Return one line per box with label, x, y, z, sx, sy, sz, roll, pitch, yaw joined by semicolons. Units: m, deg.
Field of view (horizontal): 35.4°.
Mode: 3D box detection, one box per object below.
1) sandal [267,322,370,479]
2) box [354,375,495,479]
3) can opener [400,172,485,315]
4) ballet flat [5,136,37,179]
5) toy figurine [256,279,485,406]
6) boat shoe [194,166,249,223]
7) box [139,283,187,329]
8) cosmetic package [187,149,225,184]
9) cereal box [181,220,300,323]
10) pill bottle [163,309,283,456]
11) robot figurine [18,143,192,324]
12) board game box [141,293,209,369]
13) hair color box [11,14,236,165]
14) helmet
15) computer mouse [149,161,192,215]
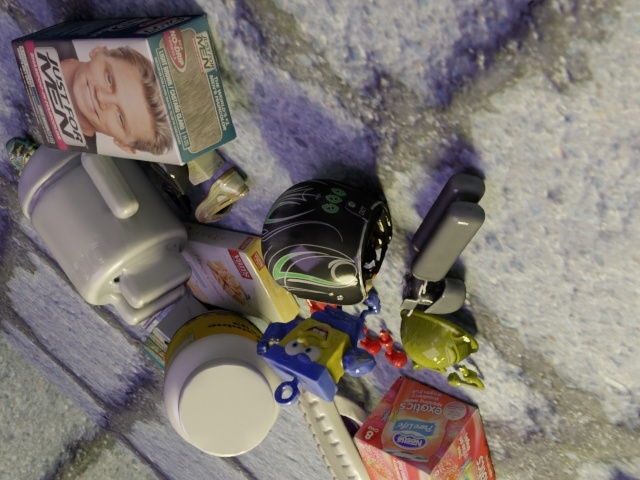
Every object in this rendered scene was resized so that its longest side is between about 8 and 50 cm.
sandal;0.037;0.309;1.757;0.416;0.102;0.169;65;163;-14
box;0.181;0.384;1.641;0.154;0.142;0.300;21;145;35
can opener;0.164;0.016;1.262;0.095;0.076;0.283;10;151;-8
ballet flat;-0.549;-0.121;1.947;0.070;0.070;0.188;23;149;32
toy figurine;0.032;0.183;1.468;0.362;0.217;0.191;22;146;35
boat shoe;-0.151;-0.058;1.545;0.048;0.056;0.153;46;144;3
box;-0.397;0.027;1.930;0.290;0.087;0.169;44;151;-2
cosmetic package;-0.202;-0.142;1.504;0.115;0.041;0.060;51;151;-16
cereal box;-0.160;0.053;1.711;0.240;0.047;0.173;11;139;44
pill bottle;-0.159;0.229;1.617;0.188;0.188;0.334;48;178;-10
robot figurine;-0.356;-0.038;1.636;0.353;0.199;0.300;52;147;13
board game box;-0.225;0.232;1.947;0.224;0.097;0.303;43;161;-1
hair color box;-0.282;-0.214;1.398;0.347;0.105;0.174;10;122;44
helmet;0.000;0.000;1.325;0.161;0.169;0.169;9;140;21
computer mouse;-0.215;-0.092;1.515;0.071;0.041;0.242;41;168;8
